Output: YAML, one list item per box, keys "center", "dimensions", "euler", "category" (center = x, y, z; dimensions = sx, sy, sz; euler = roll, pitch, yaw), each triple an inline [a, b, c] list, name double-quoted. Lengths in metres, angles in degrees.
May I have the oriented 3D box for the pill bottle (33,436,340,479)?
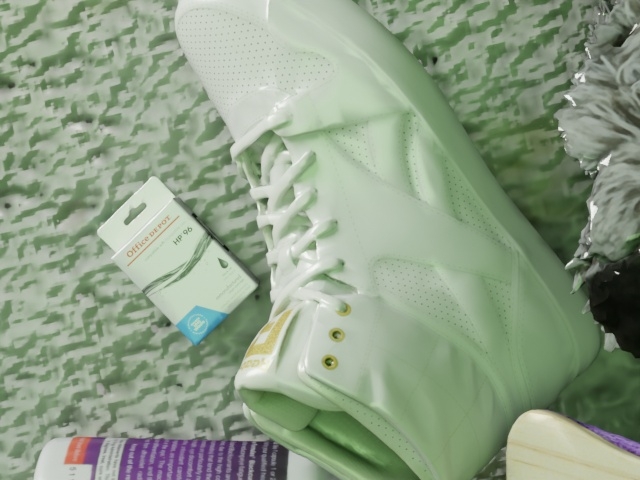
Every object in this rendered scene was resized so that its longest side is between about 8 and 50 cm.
- center: [-0.049, 0.158, 0.951]
  dimensions: [0.193, 0.108, 0.108]
  euler: [1, 94, 1]
  category: "pill bottle"

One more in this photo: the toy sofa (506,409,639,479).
- center: [0.247, 0.198, 0.840]
  dimensions: [0.362, 0.150, 0.177]
  euler: [12, 93, 35]
  category: "toy sofa"

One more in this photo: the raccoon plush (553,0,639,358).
- center: [0.252, -0.056, 0.934]
  dimensions: [0.216, 0.299, 0.446]
  euler: [-6, 61, 16]
  category: "raccoon plush"

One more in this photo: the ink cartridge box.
- center: [-0.078, 0.010, 0.981]
  dimensions: [0.048, 0.028, 0.083]
  euler: [-44, 91, 3]
  category: "ink cartridge box"

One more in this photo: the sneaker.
- center: [0.000, 0.000, 0.906]
  dimensions: [0.292, 0.108, 0.169]
  euler: [48, 54, -2]
  category: "sneaker"
